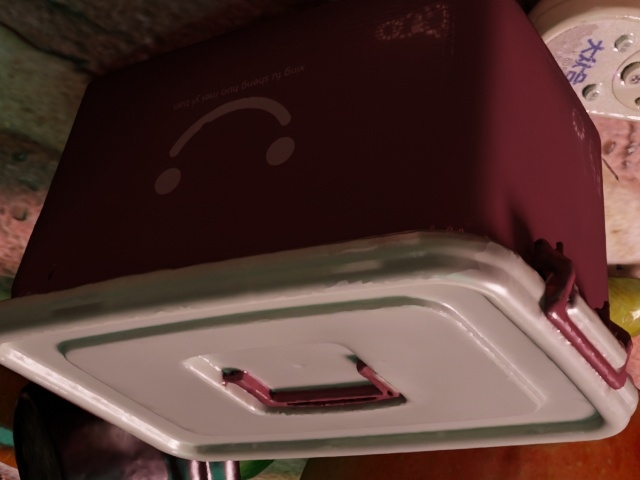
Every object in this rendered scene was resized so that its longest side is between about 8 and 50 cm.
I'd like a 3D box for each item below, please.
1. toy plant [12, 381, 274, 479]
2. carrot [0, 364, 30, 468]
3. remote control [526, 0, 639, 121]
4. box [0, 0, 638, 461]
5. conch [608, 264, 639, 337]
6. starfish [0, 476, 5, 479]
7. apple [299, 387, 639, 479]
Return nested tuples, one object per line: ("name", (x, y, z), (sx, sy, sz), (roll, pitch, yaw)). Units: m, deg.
("toy plant", (-0.085, 0.122, 0.804), (0.235, 0.175, 0.218), (-16, 163, -30))
("carrot", (-0.234, 0.127, 0.866), (0.193, 0.087, 0.087), (28, 137, -31))
("remote control", (0.206, -0.090, 0.586), (0.222, 0.042, 0.078), (6, 145, -12))
("box", (0.000, 0.000, 0.569), (0.294, 0.167, 0.193), (-9, 146, 31))
("conch", (0.140, 0.059, 0.789), (0.201, 0.079, 0.095), (-2, 166, -14))
("starfish", (-0.452, 0.264, 1.087), (0.299, 0.060, 0.302), (6, 147, -16))
("apple", (0.133, 0.245, 0.879), (0.319, 0.277, 0.319), (0, 145, 0))
